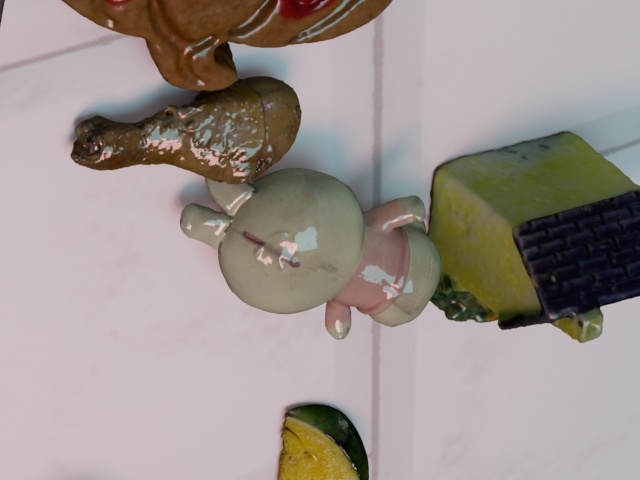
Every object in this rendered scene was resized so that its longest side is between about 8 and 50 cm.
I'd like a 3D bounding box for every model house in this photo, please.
[{"bbox_3d":[0.233,0.024,1.617,0.194,0.211,0.170,-13,126,-29],"label":"model house"}]

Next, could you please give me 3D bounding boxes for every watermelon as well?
[{"bbox_3d":[0.008,0.233,1.738,0.092,0.075,0.181,10,125,11],"label":"watermelon"}]

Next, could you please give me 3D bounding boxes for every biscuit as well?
[{"bbox_3d":[-0.062,-0.255,1.308,0.367,0.063,0.314,0,120,-36],"label":"biscuit"}]

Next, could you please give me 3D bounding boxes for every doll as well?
[{"bbox_3d":[0.008,0.008,1.512,0.275,0.113,0.155,17,114,-43],"label":"doll"}]

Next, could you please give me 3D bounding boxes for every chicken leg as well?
[{"bbox_3d":[-0.107,-0.084,1.399,0.198,0.069,0.085,-9,123,-23],"label":"chicken leg"}]

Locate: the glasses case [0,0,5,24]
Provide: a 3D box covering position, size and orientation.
[{"bbox_3d":[-0.284,-0.157,1.210,0.128,0.083,0.308,-8,126,-38],"label":"glasses case"}]
